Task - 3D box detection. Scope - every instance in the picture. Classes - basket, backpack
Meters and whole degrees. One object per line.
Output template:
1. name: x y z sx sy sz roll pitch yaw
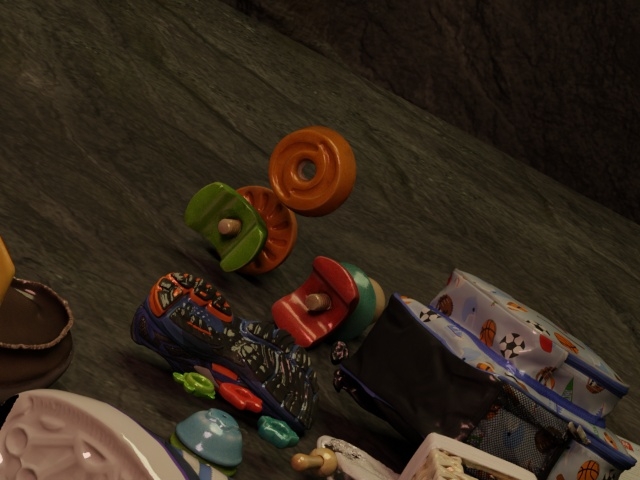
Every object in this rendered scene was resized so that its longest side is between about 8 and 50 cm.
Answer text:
1. basket: 0.104 0.265 1.655 0.113 0.167 0.103 24 22 -14
2. backpack: 0.181 0.171 1.980 0.263 0.213 0.276 42 4 -32

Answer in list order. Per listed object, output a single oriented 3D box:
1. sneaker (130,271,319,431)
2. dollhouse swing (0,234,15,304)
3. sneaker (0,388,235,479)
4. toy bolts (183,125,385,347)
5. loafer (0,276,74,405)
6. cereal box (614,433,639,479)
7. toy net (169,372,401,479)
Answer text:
1. sneaker: -0.090 0.114 1.933 0.221 0.087 0.083 40 45 -19
2. dollhouse swing: -0.375 0.056 1.115 0.347 0.305 0.315 21 -2 -21
3. sneaker: -0.087 0.229 1.560 0.323 0.130 0.236 31 7 24
4. toy bolts: 0.000 0.000 2.248 0.228 0.218 0.158 54 18 17
5. loafer: -0.336 0.049 1.649 0.366 0.130 0.134 8 26 -50
6. cereal box: 0.375 0.298 2.183 0.173 0.047 0.240 25 17 -11
7. toy net: -0.035 0.194 1.858 0.232 0.045 0.122 22 16 -24
